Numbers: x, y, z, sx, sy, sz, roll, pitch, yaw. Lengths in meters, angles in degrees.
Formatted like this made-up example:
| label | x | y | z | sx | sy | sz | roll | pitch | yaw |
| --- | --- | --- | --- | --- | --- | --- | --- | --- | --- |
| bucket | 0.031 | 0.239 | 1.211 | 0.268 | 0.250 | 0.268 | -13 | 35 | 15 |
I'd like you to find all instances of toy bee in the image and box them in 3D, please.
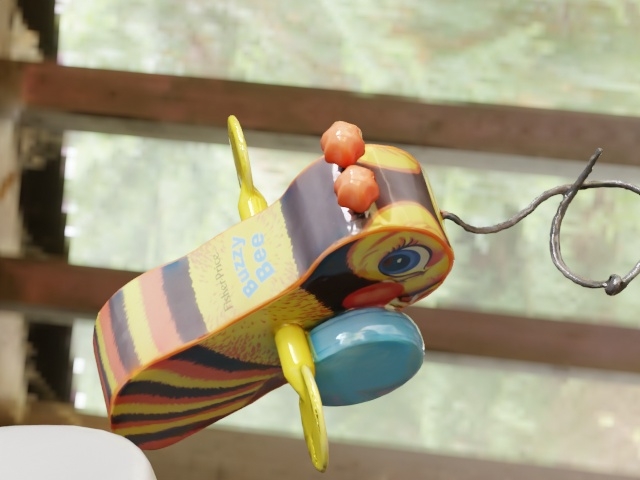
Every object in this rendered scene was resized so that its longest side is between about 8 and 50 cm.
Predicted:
| label | x | y | z | sx | sy | sz | roll | pitch | yaw |
| --- | --- | --- | --- | --- | --- | --- | --- | --- | --- |
| toy bee | 0.000 | 0.000 | 0.962 | 0.298 | 0.195 | 0.162 | -40 | -33 | -2 |

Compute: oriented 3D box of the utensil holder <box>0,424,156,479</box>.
| label | x | y | z | sx | sy | sz | roll | pitch | yaw |
| --- | --- | --- | --- | --- | --- | --- | --- | --- | --- |
| utensil holder | -0.149 | 0.289 | 0.616 | 0.327 | 0.328 | 0.385 | -51 | -51 | -76 |
